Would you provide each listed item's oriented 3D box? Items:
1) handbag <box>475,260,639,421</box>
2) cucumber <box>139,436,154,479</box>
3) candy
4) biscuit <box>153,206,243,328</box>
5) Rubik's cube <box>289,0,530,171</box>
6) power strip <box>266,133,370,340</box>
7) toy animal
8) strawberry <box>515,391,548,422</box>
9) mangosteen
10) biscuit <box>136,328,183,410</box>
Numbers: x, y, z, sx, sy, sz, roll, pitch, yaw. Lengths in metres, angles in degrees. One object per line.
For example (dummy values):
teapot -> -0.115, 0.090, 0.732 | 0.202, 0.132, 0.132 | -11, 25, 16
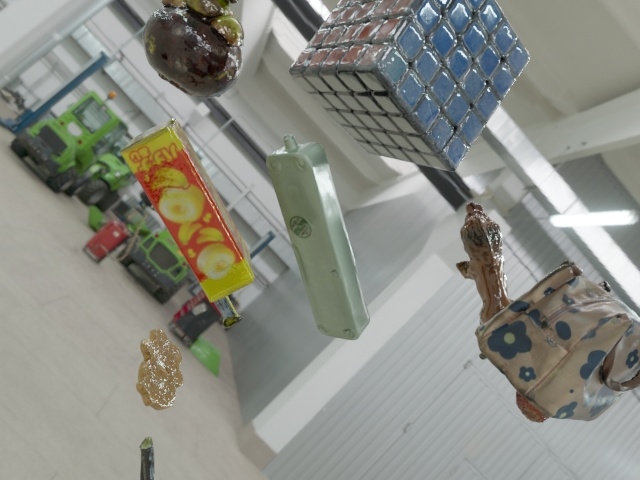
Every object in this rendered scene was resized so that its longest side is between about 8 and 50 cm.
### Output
handbag -> 0.395, 0.155, 0.871 | 0.251, 0.193, 0.190 | 20, 24, -45
cucumber -> -0.399, 0.522, 1.296 | 0.033, 0.135, 0.034 | 5, 9, 26
candy -> -0.207, -0.052, 0.909 | 0.276, 0.088, 0.146 | 63, -3, -22
biscuit -> -0.244, 0.049, 1.125 | 0.292, 0.048, 0.026 | 62, 11, -12
Rubik's cube -> 0.140, -0.278, 0.894 | 0.237, 0.237, 0.238 | 40, -9, -33
power strip -> 0.000, 0.000, 0.962 | 0.091, 0.062, 0.385 | 3, -59, 35
toy animal -> 0.325, 0.080, 1.090 | 0.157, 0.097, 0.312 | 20, 58, -79
strawberry -> 0.415, 0.303, 1.081 | 0.083, 0.083, 0.096 | 39, -25, 42
mangosteen -> -0.225, -0.384, 1.060 | 0.192, 0.217, 0.192 | 33, 11, -7
biscuit -> -0.319, 0.260, 1.118 | 0.184, 0.027, 0.133 | -102, 167, -45
